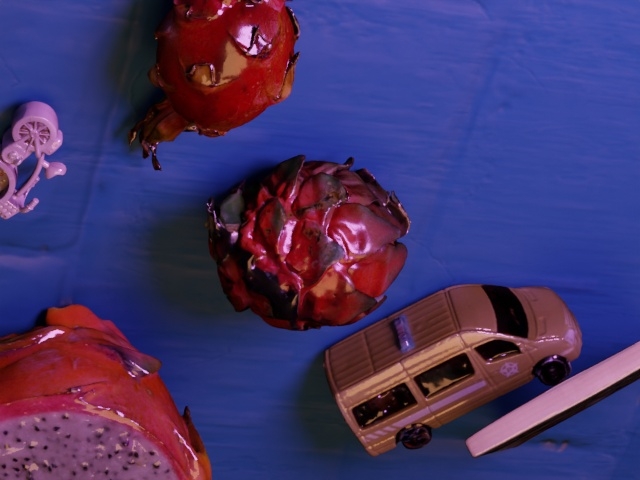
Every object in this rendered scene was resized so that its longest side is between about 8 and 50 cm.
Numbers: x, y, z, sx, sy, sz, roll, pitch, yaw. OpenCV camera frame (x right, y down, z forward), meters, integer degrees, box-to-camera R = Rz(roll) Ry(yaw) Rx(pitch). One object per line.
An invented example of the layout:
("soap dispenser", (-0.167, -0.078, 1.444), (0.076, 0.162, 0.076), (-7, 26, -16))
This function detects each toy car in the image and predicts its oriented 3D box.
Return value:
("toy car", (0.134, 0.117, 2.013), (0.257, 0.101, 0.124), (-27, 128, 10))

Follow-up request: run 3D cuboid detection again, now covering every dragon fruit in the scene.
("dragon fruit", (-0.103, -0.145, 1.743), (0.125, 0.125, 0.246), (-8, 153, -43))
("dragon fruit", (-0.008, 0.004, 1.842), (0.189, 0.182, 0.182), (-20, 131, 4))
("dragon fruit", (-0.261, 0.201, 1.939), (0.291, 0.189, 0.290), (-3, 123, -5))

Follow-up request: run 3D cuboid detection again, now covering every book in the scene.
("book", (0.261, 0.163, 2.026), (0.202, 0.027, 0.264), (-29, 170, 11))

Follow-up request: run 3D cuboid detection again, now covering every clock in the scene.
("clock", (-0.281, -0.073, 1.792), (0.129, 0.041, 0.087), (-37, 124, 23))
